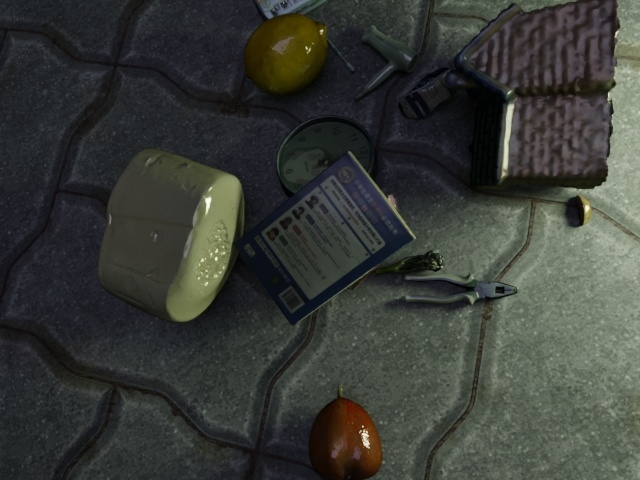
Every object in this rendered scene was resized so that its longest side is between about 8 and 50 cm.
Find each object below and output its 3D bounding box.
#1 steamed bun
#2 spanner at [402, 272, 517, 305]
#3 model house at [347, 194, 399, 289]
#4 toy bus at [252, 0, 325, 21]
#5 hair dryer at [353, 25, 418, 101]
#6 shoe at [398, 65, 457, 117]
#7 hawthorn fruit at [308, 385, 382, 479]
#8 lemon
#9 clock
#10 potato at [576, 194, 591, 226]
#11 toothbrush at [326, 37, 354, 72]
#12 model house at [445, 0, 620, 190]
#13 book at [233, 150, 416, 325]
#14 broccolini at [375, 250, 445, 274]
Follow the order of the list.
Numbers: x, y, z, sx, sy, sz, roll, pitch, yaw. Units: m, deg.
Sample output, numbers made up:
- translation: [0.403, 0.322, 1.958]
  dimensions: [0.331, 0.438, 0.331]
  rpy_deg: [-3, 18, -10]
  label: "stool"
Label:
- translation: [-0.430, -0.014, 1.346]
  dimensions: [0.372, 0.290, 0.455]
  rpy_deg: [19, 90, 22]
  label: "steamed bun"
- translation: [0.403, 0.141, 1.327]
  dimensions: [0.325, 0.040, 0.095]
  rpy_deg: [1, 81, 10]
  label: "spanner"
- translation: [0.089, 0.021, 1.340]
  dimensions: [0.326, 0.169, 0.244]
  rpy_deg: [-14, 86, 10]
  label: "model house"
- translation: [-0.062, -0.852, 1.533]
  dimensions: [0.330, 0.109, 0.135]
  rpy_deg: [-31, 87, 2]
  label: "toy bus"
- translation: [0.171, -0.559, 1.479]
  dimensions: [0.206, 0.075, 0.237]
  rpy_deg: [41, 96, 19]
  label: "hair dryer"
- translation: [0.339, -0.466, 1.419]
  dimensions: [0.207, 0.106, 0.091]
  rpy_deg: [-31, 121, 19]
  label: "shoe"
- translation: [0.067, 0.528, 1.246]
  dimensions: [0.200, 0.199, 0.251]
  rpy_deg: [-5, 66, 7]
  label: "hawthorn fruit"
- translation: [-0.109, -0.583, 1.429]
  dimensions: [0.264, 0.236, 0.235]
  rpy_deg: [-3, 80, 1]
  label: "lemon"
- translation: [0.017, -0.244, 1.403]
  dimensions: [0.319, 0.066, 0.318]
  rpy_deg: [-4, 67, 10]
  label: "clock"
- translation: [0.771, -0.090, 1.316]
  dimensions: [0.036, 0.037, 0.093]
  rpy_deg: [-3, 79, 3]
  label: "potato"
- translation: [0.048, -0.643, 1.523]
  dimensions: [0.016, 0.019, 0.219]
  rpy_deg: [-36, 77, -1]
  label: "toothbrush"
- translation: [0.562, -0.364, 1.256]
  dimensions: [0.400, 0.395, 0.444]
  rpy_deg: [1, 94, 22]
  label: "model house"
- translation: [0.000, 0.000, 1.252]
  dimensions: [0.428, 0.039, 0.300]
  rpy_deg: [-37, 86, 14]
  label: "book"
- translation: [0.262, 0.067, 1.336]
  dimensions: [0.203, 0.091, 0.068]
  rpy_deg: [-6, 113, 9]
  label: "broccolini"
